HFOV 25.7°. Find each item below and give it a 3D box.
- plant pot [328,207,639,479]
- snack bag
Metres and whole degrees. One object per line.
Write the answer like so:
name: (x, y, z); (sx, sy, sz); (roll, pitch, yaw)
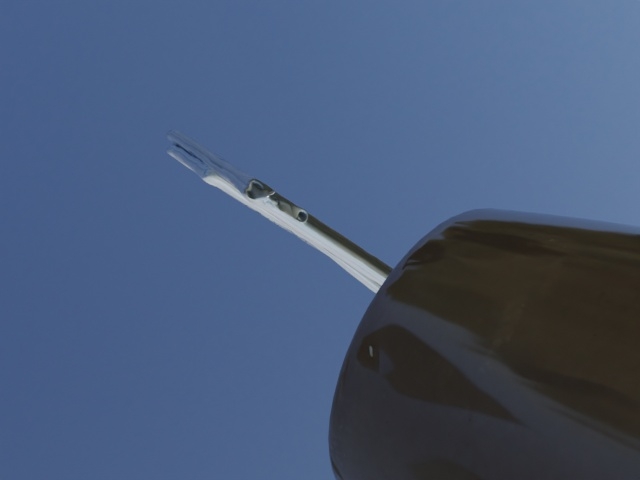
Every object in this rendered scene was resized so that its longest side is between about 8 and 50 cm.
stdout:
plant pot: (0.135, 0.095, 0.583); (0.229, 0.263, 0.263); (25, -151, 33)
snack bag: (0.000, 0.000, 1.489); (0.323, 0.037, 0.342); (34, 180, -24)
